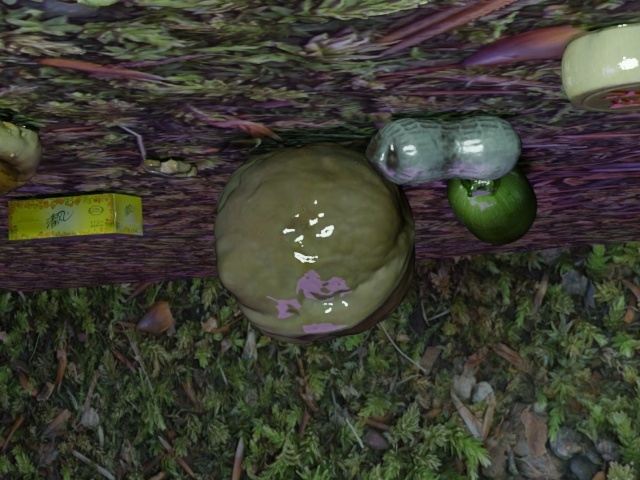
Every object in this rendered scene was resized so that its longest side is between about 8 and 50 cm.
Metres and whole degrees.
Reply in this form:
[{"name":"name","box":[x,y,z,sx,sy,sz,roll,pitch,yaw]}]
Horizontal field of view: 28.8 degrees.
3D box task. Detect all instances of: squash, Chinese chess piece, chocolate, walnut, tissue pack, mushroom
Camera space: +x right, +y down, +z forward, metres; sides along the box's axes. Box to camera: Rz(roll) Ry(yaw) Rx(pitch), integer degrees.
[{"name":"squash","box":[0.229,-0.051,1.643,0.107,0.107,0.395,-3,173,12]},{"name":"Chinese chess piece","box":[0.258,-0.139,1.015,0.122,0.051,0.122,-1,174,0]},{"name":"chocolate","box":[0.130,-0.096,1.319,0.167,0.072,0.072,-4,174,-1]},{"name":"walnut","box":[0.000,0.002,1.451,0.248,0.248,0.248,-2,174,0]},{"name":"tissue pack","box":[-0.359,-0.033,1.833,0.176,0.062,0.095,-5,176,19]},{"name":"mushroom","box":[-0.186,-0.089,1.537,0.049,0.019,0.101,-6,174,30]}]

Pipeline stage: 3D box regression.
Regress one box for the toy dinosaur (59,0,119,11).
[{"name":"toy dinosaur","box":[-0.147,-0.162,0.682,0.200,0.072,0.251,6,-168,36]}]

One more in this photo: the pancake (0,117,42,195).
[{"name":"pancake","box":[-0.455,-0.084,1.274,0.356,0.065,0.356,-3,171,-1]}]
